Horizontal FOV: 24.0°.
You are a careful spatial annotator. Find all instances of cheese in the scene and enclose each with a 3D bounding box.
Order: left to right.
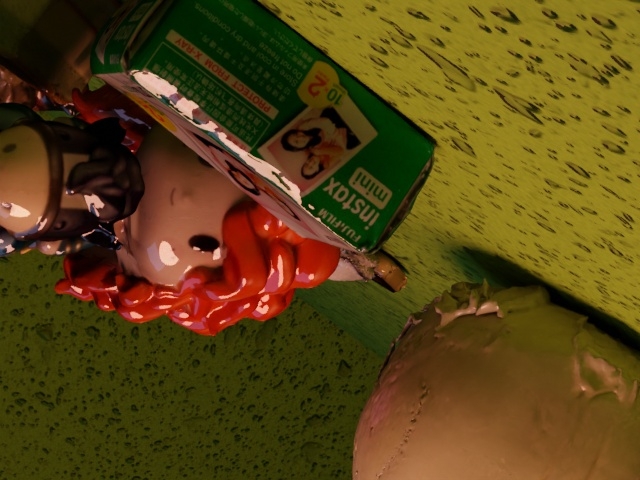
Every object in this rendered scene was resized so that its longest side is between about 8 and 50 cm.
[{"bbox_3d":[0.037,0.012,1.946,0.162,0.036,0.086,32,177,28],"label":"cheese"}]

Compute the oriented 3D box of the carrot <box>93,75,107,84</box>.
[{"bbox_3d":[-0.145,-0.132,1.644,0.260,0.070,0.070,38,174,-20],"label":"carrot"}]

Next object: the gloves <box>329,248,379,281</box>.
[{"bbox_3d":[0.003,-0.003,1.858,0.153,0.070,0.114,31,167,34],"label":"gloves"}]

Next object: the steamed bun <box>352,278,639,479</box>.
[{"bbox_3d":[0.153,0.193,1.415,0.233,0.312,0.334,33,167,-8],"label":"steamed bun"}]

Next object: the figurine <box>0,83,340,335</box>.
[{"bbox_3d":[-0.188,-0.043,1.313,0.412,0.241,0.306,11,162,-44],"label":"figurine"}]

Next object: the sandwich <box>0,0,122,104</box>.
[{"bbox_3d":[-0.278,-0.222,1.389,0.144,0.117,0.187,36,177,13],"label":"sandwich"}]

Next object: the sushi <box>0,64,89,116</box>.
[{"bbox_3d":[-0.386,-0.219,1.765,0.238,0.219,0.225,-111,14,-50],"label":"sushi"}]

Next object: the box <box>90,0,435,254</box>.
[{"bbox_3d":[-0.048,-0.098,1.144,0.250,0.103,0.180,36,174,-16],"label":"box"}]
